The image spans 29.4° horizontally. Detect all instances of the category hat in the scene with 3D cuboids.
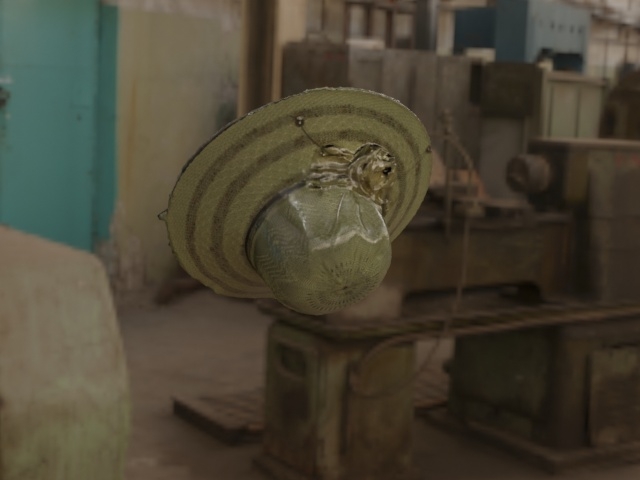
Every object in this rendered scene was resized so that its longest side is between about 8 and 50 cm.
[{"bbox_3d":[0.000,0.000,1.022,0.252,0.252,0.110,-2,45,-29],"label":"hat"}]
